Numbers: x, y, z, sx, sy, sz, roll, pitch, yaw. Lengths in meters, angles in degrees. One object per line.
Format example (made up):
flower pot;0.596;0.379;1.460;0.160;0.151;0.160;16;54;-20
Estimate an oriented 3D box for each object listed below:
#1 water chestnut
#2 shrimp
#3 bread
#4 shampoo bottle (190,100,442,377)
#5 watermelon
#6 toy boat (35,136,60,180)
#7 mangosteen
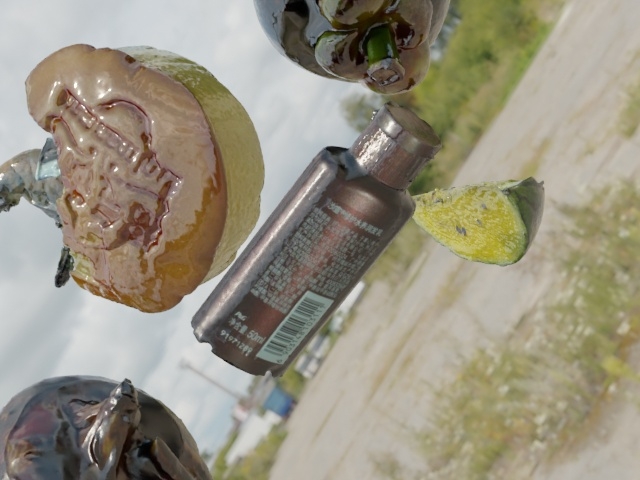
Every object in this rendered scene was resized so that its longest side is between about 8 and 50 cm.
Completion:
water chestnut;-0.258;0.275;1.390;0.300;0.300;0.300;-58;-2;-4
shrimp;-0.440;-0.011;1.737;0.262;0.198;0.051;-23;-3;24
bread;-0.093;-0.039;0.689;0.086;0.125;0.156;-26;-72;-57
shampoo bottle;0.000;0.000;1.260;0.323;0.129;0.084;-53;22;23
watermelon;0.226;-0.038;1.672;0.301;0.129;0.123;-10;61;69
toy boat;-0.181;-0.068;1.063;0.059;0.140;0.066;-161;61;-66
mangosteen;0.048;-0.305;1.539;0.275;0.275;0.302;-60;36;39
